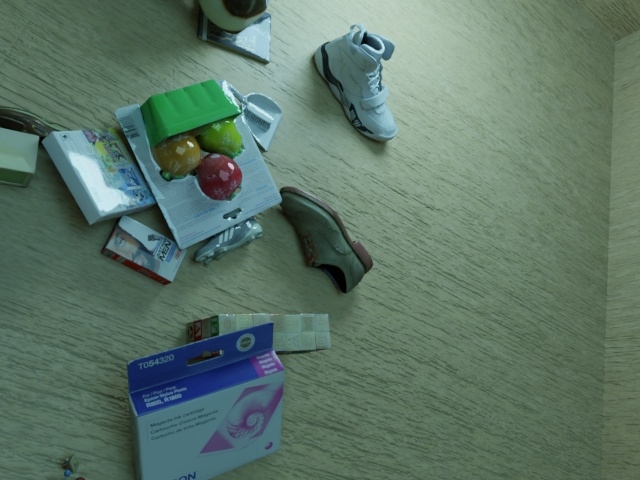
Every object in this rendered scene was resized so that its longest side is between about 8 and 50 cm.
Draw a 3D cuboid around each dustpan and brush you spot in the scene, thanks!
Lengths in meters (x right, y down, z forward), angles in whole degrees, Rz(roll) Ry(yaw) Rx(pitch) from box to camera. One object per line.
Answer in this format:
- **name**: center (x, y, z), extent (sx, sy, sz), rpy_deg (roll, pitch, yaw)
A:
- **dustpan and brush**: center (-0.193, -0.361, 1.607), extent (0.211, 0.060, 0.147), rpy_deg (32, 61, -24)

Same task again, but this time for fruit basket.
- **fruit basket**: center (-0.291, -0.197, 1.451), extent (0.327, 0.165, 0.353), rpy_deg (-30, 104, -37)

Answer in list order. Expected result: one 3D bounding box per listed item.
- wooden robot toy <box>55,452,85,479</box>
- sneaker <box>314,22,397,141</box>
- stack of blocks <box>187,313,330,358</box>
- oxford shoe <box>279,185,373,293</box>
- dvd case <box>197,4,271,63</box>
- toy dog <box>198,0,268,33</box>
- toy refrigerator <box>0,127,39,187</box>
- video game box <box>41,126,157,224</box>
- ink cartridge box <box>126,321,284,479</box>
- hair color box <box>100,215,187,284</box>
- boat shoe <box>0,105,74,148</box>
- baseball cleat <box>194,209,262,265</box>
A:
- **wooden robot toy**: center (-0.506, 0.510, 1.150), extent (0.079, 0.076, 0.173), rpy_deg (-10, 81, -1)
- **sneaker**: center (0.153, -0.477, 1.792), extent (0.366, 0.210, 0.137), rpy_deg (52, 55, -12)
- **stack of blocks**: center (-0.145, 0.228, 1.403), extent (0.297, 0.171, 0.087), rpy_deg (5, 74, -35)
- **oxford shoe**: center (0.000, 0.000, 1.606), extent (0.348, 0.123, 0.130), rpy_deg (45, 61, -15)
- **dvd case**: center (-0.239, -0.610, 1.673), extent (0.221, 0.018, 0.164), rpy_deg (11, 71, -32)
- **toy dog**: center (-0.296, -0.727, 1.496), extent (0.408, 0.284, 0.395), rpy_deg (43, 71, -12)
- **toy refrigerator**: center (-0.713, -0.177, 1.162), extent (0.269, 0.102, 0.094), rpy_deg (10, 71, -33)
- **video game box**: center (-0.478, -0.147, 1.294), extent (0.205, 0.048, 0.187), rpy_deg (60, 28, 1)
- **ink cartridge box**: center (-0.231, 0.362, 1.245), extent (0.324, 0.071, 0.330), rpy_deg (-12, 121, -30)
- **hair color box**: center (-0.403, 0.023, 1.354), extent (0.167, 0.053, 0.093), rpy_deg (30, 62, -23)
- **boat shoe**: center (-0.618, -0.233, 1.268), extent (0.178, 0.064, 0.060), rpy_deg (20, 64, -32)
- **baseball cleat**: center (-0.246, -0.014, 1.478), extent (0.206, 0.072, 0.109), rpy_deg (-24, 78, -42)
